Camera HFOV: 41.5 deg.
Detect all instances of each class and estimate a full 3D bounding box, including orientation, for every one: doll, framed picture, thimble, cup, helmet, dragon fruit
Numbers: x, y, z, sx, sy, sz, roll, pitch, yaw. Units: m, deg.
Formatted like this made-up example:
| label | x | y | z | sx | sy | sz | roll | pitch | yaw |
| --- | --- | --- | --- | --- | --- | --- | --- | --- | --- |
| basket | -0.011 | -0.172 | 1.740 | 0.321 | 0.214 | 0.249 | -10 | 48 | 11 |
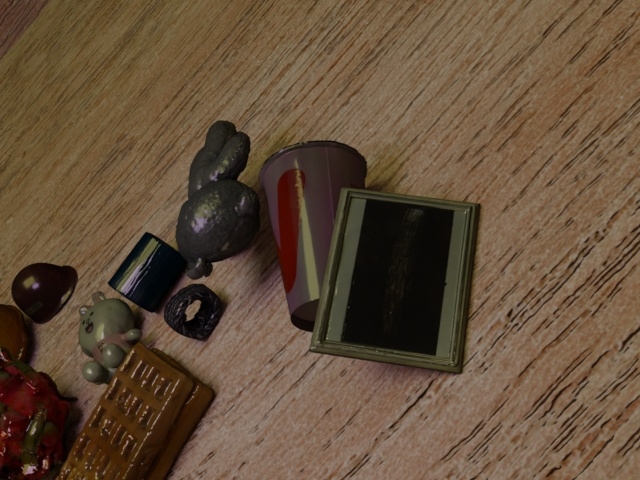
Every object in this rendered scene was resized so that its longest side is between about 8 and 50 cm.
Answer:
| label | x | y | z | sx | sy | sz | roll | pitch | yaw |
| --- | --- | --- | --- | --- | --- | --- | --- | --- | --- |
| doll | -0.443 | 0.213 | 1.774 | 0.155 | 0.113 | 0.275 | -50 | 33 | 9 |
| doll | -0.177 | -0.087 | 1.597 | 0.245 | 0.158 | 0.340 | -53 | 22 | 27 |
| framed picture | 0.120 | 0.051 | 1.307 | 0.231 | 0.018 | 0.293 | 7 | 63 | 8 |
| thimble | -0.249 | 0.136 | 1.641 | 0.066 | 0.095 | 0.104 | 25 | 96 | 52 |
| cup | -0.374 | 0.059 | 1.803 | 0.150 | 0.113 | 0.138 | 29 | 83 | 48 |
| helmet | -0.696 | 0.113 | 2.085 | 0.175 | 0.106 | 0.155 | -19 | 51 | 29 |
| dragon fruit | -0.646 | 0.374 | 1.744 | 0.231 | 0.237 | 0.302 | -37 | 70 | 5 |
| cup | 0.000 | 0.000 | 1.440 | 0.203 | 0.203 | 0.288 | -27 | 54 | 28 |

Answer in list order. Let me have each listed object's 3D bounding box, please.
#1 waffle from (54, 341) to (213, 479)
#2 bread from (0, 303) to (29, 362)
| label | x | y | z | sx | sy | sz | roll | pitch | yaw |
| --- | --- | --- | --- | --- | --- | --- | --- | --- | --- |
| waffle | -0.354 | 0.371 | 1.579 | 0.224 | 0.098 | 0.327 | 21 | 78 | 51 |
| bread | -0.852 | 0.273 | 2.051 | 0.312 | 0.172 | 0.312 | -16 | 54 | 23 |
